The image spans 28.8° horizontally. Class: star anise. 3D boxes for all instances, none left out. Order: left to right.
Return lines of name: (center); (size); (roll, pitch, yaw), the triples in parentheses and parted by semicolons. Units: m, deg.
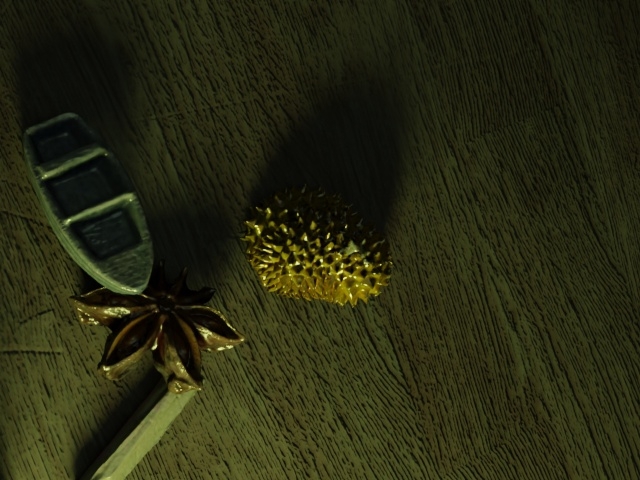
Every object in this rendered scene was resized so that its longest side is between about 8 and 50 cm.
star anise: (-0.237, 0.133, 1.802); (0.214, 0.099, 0.220); (-36, 82, -28)

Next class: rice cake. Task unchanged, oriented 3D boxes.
rice cake: (-0.265, 0.279, 1.807); (0.270, 0.049, 0.055); (-52, 130, -20)

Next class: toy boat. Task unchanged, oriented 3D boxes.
toy boat: (-0.320, -0.044, 1.748); (0.127, 0.078, 0.283); (-25, 79, -27)

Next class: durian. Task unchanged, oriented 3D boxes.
durian: (0.003, 0.006, 1.923); (0.249, 0.138, 0.183); (9, 90, -20)
